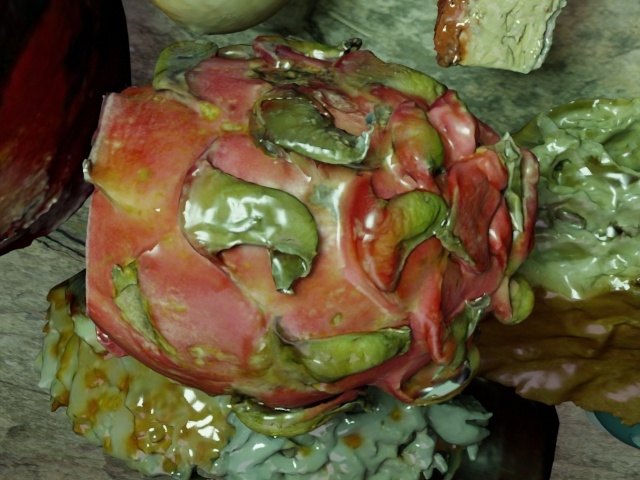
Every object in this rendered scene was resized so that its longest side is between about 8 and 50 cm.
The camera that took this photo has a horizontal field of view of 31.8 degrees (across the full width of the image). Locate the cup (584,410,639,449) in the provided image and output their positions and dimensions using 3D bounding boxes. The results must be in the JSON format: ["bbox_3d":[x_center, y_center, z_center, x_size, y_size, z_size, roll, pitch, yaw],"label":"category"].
[{"bbox_3d":[0.359,0.151,1.197,0.300,0.167,0.173,29,160,-3],"label":"cup"}]

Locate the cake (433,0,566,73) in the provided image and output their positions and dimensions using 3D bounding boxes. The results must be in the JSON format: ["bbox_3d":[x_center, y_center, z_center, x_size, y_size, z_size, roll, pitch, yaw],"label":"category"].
[{"bbox_3d":[0.130,-0.221,0.703,0.086,0.116,0.220,9,120,-3],"label":"cake"}]

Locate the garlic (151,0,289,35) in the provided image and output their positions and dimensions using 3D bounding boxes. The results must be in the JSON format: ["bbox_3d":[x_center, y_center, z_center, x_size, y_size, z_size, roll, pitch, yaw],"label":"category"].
[{"bbox_3d":[-0.093,-0.226,0.700,0.164,0.145,0.245,27,170,49],"label":"garlic"}]

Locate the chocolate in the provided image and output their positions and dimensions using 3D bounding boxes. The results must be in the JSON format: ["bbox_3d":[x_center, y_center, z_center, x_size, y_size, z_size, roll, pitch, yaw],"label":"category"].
[{"bbox_3d":[0.070,0.300,1.403,0.331,0.383,0.383,24,152,0],"label":"chocolate"}]

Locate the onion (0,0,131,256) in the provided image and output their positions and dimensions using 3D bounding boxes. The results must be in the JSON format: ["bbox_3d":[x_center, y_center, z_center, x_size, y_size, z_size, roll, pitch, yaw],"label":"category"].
[{"bbox_3d":[-0.203,-0.106,0.699,0.146,0.314,0.280,26,164,3],"label":"onion"}]

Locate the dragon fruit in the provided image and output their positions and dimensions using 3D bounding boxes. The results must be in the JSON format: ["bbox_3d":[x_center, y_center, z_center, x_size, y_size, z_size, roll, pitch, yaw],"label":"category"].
[{"bbox_3d":[0.000,0.000,0.743,0.291,0.250,0.269,6,127,-3],"label":"dragon fruit"}]

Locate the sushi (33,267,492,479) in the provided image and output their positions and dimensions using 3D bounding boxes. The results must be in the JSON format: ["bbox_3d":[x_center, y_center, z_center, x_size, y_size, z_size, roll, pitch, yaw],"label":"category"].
[{"bbox_3d":[-0.043,0.119,1.040,0.417,0.175,0.417,23,-167,-6],"label":"sushi"}]

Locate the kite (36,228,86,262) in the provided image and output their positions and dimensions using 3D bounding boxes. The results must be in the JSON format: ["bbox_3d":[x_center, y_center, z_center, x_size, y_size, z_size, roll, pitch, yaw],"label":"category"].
[{"bbox_3d":[-0.342,-0.024,1.262,0.229,0.016,0.127,24,153,-23],"label":"kite"}]

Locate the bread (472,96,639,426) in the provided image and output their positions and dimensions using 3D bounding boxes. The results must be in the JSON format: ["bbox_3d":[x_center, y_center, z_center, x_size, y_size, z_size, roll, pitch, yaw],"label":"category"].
[{"bbox_3d":[0.253,-0.009,0.900,0.314,0.191,0.370,18,147,-15],"label":"bread"}]
